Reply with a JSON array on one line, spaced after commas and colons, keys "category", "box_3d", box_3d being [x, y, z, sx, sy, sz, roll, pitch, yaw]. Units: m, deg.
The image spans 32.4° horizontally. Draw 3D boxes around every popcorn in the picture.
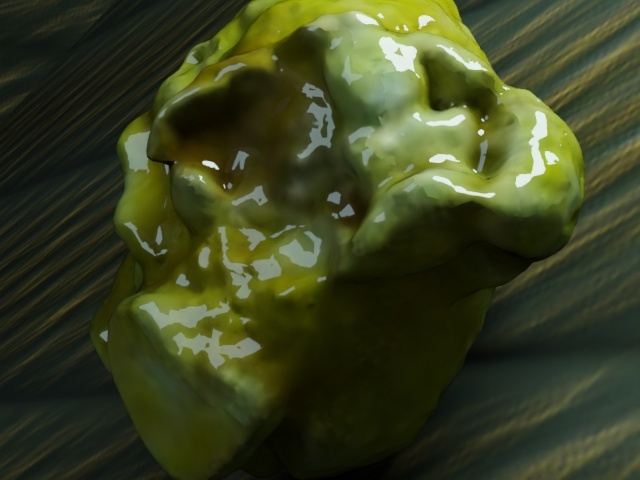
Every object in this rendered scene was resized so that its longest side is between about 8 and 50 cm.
[{"category": "popcorn", "box_3d": [0.008, -0.002, 0.727, 0.292, 0.293, 0.334, 40, 122, 27]}]
